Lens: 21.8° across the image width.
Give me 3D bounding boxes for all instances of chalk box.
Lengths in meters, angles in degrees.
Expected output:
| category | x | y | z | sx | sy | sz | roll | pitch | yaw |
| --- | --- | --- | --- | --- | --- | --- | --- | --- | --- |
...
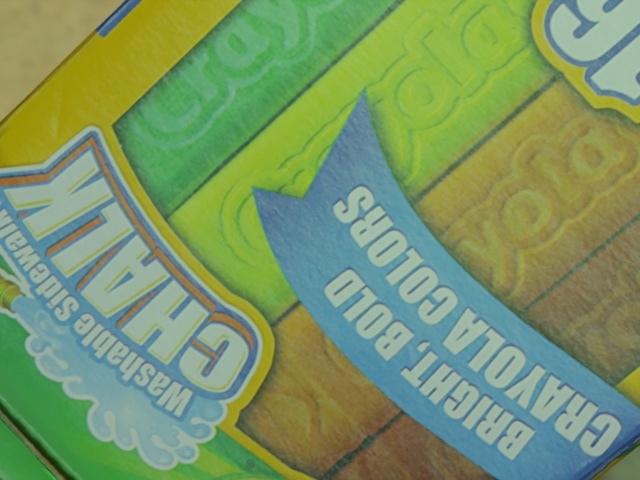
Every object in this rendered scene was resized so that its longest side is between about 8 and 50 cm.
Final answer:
| category | x | y | z | sx | sy | sz | roll | pitch | yaw |
| --- | --- | --- | --- | --- | --- | --- | --- | --- | --- |
| chalk box | 0.000 | 0.000 | 0.376 | 0.213 | 0.132 | 0.132 | -43 | 96 | 14 |
